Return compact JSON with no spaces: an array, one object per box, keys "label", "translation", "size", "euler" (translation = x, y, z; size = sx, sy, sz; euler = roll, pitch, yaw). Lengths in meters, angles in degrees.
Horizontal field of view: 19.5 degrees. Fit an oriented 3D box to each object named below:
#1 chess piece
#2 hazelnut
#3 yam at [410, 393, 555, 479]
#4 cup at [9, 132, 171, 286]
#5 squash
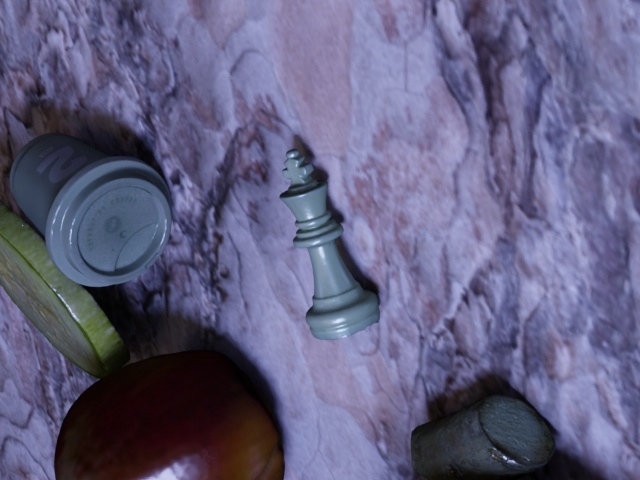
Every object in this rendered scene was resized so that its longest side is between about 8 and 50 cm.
[{"label":"chess piece","translation":[0.000,0.000,1.445],"size":[0.059,0.059,0.149],"euler":[1,113,51]},{"label":"hazelnut","translation":[-0.138,0.197,1.642],"size":[0.208,0.208,0.208],"euler":[31,139,33]},{"label":"yam","translation":[0.115,0.160,1.415],"size":[0.070,0.070,0.146],"euler":[57,145,1]},{"label":"cup","translation":[-0.205,-0.035,1.630],"size":[0.141,0.120,0.120],"euler":[37,144,49]},{"label":"squash","translation":[-0.261,0.043,1.743],"size":[0.219,0.041,0.219],"euler":[45,167,14]}]
